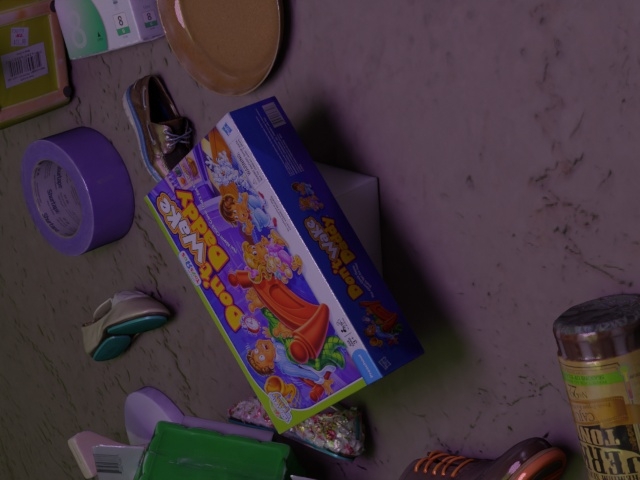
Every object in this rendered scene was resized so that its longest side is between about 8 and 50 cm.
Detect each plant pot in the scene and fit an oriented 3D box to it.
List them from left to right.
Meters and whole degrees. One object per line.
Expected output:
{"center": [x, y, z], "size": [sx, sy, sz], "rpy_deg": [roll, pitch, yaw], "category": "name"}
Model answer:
{"center": [-0.510, -0.279, 1.895], "size": [0.207, 0.228, 0.227], "rpy_deg": [14, 118, 34], "category": "plant pot"}
{"center": [-0.124, -0.301, 1.611], "size": [0.236, 0.032, 0.236], "rpy_deg": [22, 123, 38], "category": "plant pot"}

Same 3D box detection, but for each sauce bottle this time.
{"center": [0.333, 0.233, 1.320], "size": [0.111, 0.111, 0.344], "rpy_deg": [-7, 103, 48], "category": "sauce bottle"}

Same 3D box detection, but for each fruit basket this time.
{"center": [-0.144, 0.388, 1.786], "size": [0.327, 0.165, 0.353], "rpy_deg": [9, 148, 6], "category": "fruit basket"}

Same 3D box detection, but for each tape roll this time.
{"center": [-0.377, -0.076, 1.954], "size": [0.189, 0.080, 0.189], "rpy_deg": [24, 125, 39], "category": "tape roll"}

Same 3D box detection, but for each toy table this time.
{"center": [-0.284, 0.391, 2.021], "size": [0.274, 0.161, 0.252], "rpy_deg": [56, 139, 10], "category": "toy table"}

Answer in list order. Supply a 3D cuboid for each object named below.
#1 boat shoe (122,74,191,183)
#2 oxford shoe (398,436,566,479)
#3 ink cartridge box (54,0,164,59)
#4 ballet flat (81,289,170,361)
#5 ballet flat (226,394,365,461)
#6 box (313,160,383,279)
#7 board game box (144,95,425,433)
{"center": [-0.216, -0.145, 1.758], "size": [0.066, 0.066, 0.183], "rpy_deg": [-37, 81, 48], "category": "boat shoe"}
{"center": [0.159, 0.311, 1.537], "size": [0.132, 0.130, 0.363], "rpy_deg": [60, 139, 19], "category": "oxford shoe"}
{"center": [-0.314, -0.375, 1.763], "size": [0.181, 0.056, 0.224], "rpy_deg": [-3, 108, 47], "category": "ink cartridge box"}
{"center": [-0.313, 0.121, 1.989], "size": [0.248, 0.086, 0.086], "rpy_deg": [-33, 83, 50], "category": "ballet flat"}
{"center": [-0.029, 0.242, 1.751], "size": [0.241, 0.091, 0.077], "rpy_deg": [10, 85, 39], "category": "ballet flat"}
{"center": [0.000, 0.000, 1.577], "size": [0.130, 0.091, 0.170], "rpy_deg": [18, 122, 41], "category": "box"}
{"center": [-0.052, 0.036, 1.519], "size": [0.233, 0.078, 0.347], "rpy_deg": [-38, 81, 49], "category": "board game box"}
